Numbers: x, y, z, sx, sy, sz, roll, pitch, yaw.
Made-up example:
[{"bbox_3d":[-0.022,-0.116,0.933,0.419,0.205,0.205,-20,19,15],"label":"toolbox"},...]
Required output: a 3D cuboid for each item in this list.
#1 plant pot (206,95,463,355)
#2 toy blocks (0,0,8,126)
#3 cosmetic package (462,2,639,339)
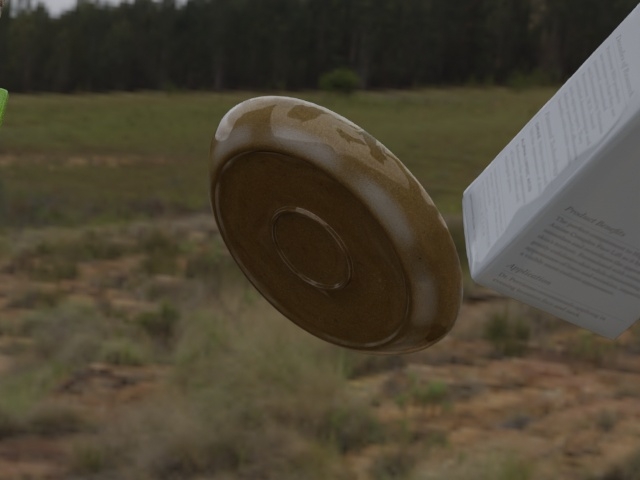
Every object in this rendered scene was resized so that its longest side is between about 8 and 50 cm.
[{"bbox_3d":[0.000,0.000,1.137,0.236,0.236,0.032,9,42,40],"label":"plant pot"},{"bbox_3d":[-0.325,-0.083,1.171,0.191,0.381,0.261,11,-19,-3],"label":"toy blocks"},{"bbox_3d":[0.195,-0.050,0.896,0.117,0.231,0.085,23,40,-23],"label":"cosmetic package"}]
